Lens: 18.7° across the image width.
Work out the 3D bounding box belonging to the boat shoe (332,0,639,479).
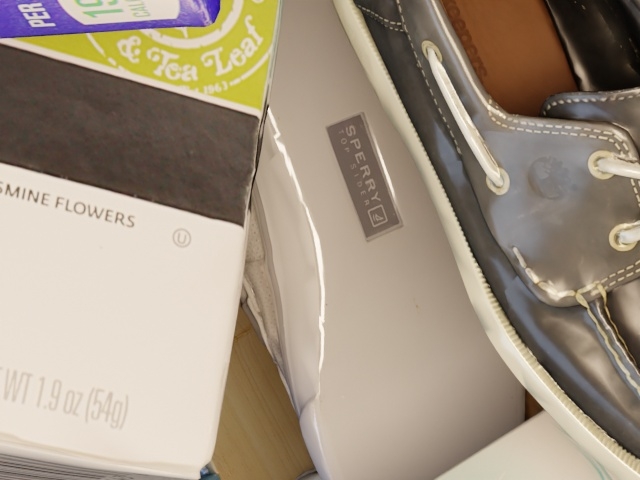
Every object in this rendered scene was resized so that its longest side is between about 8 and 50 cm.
[{"bbox_3d":[0.081,-0.017,0.554,0.233,0.084,0.079,59,156,6],"label":"boat shoe"}]

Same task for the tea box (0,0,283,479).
[{"bbox_3d":[-0.164,-0.066,0.690,0.329,0.220,0.323,147,133,-64],"label":"tea box"}]

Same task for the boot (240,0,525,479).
[{"bbox_3d":[0.000,0.000,0.779,0.123,0.095,0.258,1,105,67],"label":"boot"}]

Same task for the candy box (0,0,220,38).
[{"bbox_3d":[-0.198,-0.150,0.372,0.268,0.317,0.122,66,-154,-58],"label":"candy box"}]

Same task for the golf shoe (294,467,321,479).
[{"bbox_3d":[0.023,0.119,0.844,0.069,0.086,0.176,60,152,7],"label":"golf shoe"}]

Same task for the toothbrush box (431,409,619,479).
[{"bbox_3d":[0.028,0.194,0.674,0.126,0.295,0.216,48,149,24],"label":"toothbrush box"}]

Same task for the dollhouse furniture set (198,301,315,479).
[{"bbox_3d":[-0.112,0.121,0.971,0.129,0.184,0.129,64,153,-4],"label":"dollhouse furniture set"}]
